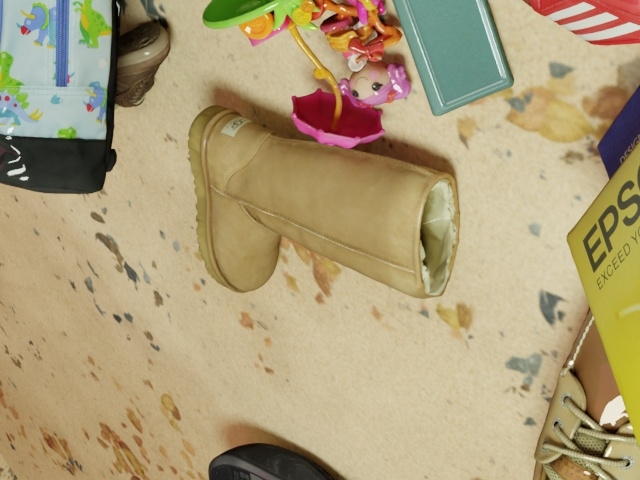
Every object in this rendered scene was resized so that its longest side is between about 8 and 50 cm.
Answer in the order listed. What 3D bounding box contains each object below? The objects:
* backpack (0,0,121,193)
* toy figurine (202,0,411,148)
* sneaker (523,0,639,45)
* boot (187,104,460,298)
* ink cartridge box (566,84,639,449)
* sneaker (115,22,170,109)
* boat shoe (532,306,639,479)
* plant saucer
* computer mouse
[{"bbox_3d":[-0.304,-0.256,0.901,0.290,0.273,0.356,35,109,54],"label":"backpack"},{"bbox_3d":[0.016,-0.153,0.775,0.173,0.130,0.159,-15,122,28],"label":"toy figurine"},{"bbox_3d":[0.191,-0.203,0.549,0.128,0.087,0.221,39,154,8],"label":"sneaker"},{"bbox_3d":[0.000,0.000,0.909,0.269,0.089,0.236,22,142,31],"label":"boot"},{"bbox_3d":[0.233,-0.036,0.482,0.304,0.072,0.307,112,153,-49],"label":"ink cartridge box"},{"bbox_3d":[-0.202,-0.183,1.027,0.188,0.066,0.071,3,137,54],"label":"sneaker"},{"bbox_3d":[0.231,0.157,0.741,0.122,0.120,0.324,27,136,33],"label":"boat shoe"},{"bbox_3d":[0.082,-0.188,0.684,0.018,0.067,0.192,-106,-6,-72],"label":"plant saucer"},{"bbox_3d":[-0.017,0.336,1.221,0.272,0.072,0.188,20,131,22],"label":"computer mouse"}]
